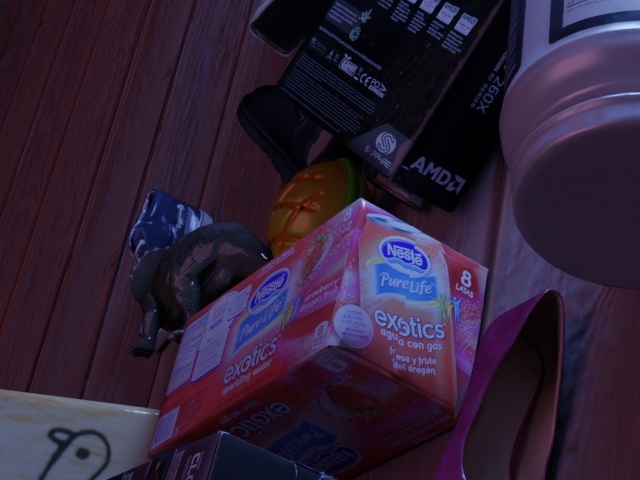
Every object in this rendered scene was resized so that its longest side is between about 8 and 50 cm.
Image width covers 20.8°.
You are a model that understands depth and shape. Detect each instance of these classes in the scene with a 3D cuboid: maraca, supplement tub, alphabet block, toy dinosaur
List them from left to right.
[{"bbox_3d":[-0.241,0.253,1.682,0.193,0.197,0.192,138,139,-76],"label":"alphabet block"},{"bbox_3d":[-0.133,0.044,1.901,0.313,0.121,0.160,-40,43,51],"label":"toy dinosaur"},{"bbox_3d":[0.000,0.000,1.680,0.127,0.099,0.186,-53,22,43],"label":"maraca"},{"bbox_3d":[0.223,-0.122,1.206,0.191,0.191,0.272,-40,30,43],"label":"supplement tub"}]

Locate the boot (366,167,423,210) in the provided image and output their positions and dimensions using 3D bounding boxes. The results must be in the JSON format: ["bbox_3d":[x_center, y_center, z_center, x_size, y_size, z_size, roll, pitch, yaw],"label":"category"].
[{"bbox_3d":[0.089,-0.080,1.665,0.087,0.042,0.118,-52,31,-1],"label":"boot"}]

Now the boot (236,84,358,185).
[{"bbox_3d":[0.015,-0.168,1.849,0.207,0.094,0.246,-59,28,16],"label":"boot"}]

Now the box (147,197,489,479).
[{"bbox_3d":[-0.006,0.108,1.507,0.300,0.142,0.154,-35,34,48],"label":"box"}]

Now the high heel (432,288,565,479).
[{"bbox_3d":[0.140,0.139,1.234,0.117,0.082,0.244,-60,7,32],"label":"high heel"}]

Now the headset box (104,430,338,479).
[{"bbox_3d":[-0.053,0.254,1.339,0.293,0.218,0.110,-29,40,53],"label":"headset box"}]

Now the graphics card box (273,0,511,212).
[{"bbox_3d":[0.132,-0.235,1.596,0.371,0.094,0.233,-57,39,6],"label":"graphics card box"}]

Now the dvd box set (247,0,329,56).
[{"bbox_3d":[0.075,-0.412,1.932,0.307,0.062,0.420,-42,18,33],"label":"dvd box set"}]

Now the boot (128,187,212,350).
[{"bbox_3d":[-0.201,0.034,2.104,0.069,0.086,0.190,-26,41,55],"label":"boot"}]
